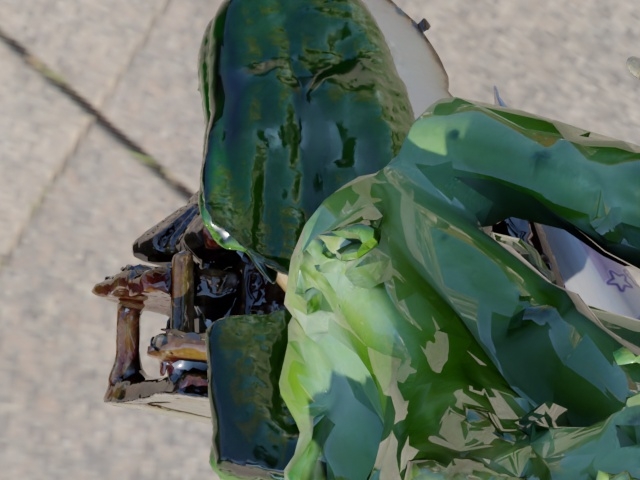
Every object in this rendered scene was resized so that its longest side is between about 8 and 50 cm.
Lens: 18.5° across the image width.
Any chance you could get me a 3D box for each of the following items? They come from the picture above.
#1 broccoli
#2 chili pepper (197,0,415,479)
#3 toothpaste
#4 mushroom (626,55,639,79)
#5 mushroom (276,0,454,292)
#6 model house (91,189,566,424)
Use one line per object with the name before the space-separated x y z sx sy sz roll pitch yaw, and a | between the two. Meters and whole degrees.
broccoli | 0.073 0.084 0.505 0.245 0.265 0.294 44 110 35
chili pepper | -0.002 0.000 0.825 0.099 0.083 0.253 -1 60 -5
toothpaste | 0.209 0.040 1.550 0.080 0.125 0.371 -21 52 -10
mushroom | 0.232 -0.048 1.033 0.061 0.060 0.187 -44 47 -19
mushroom | 0.002 -0.046 1.272 0.285 0.156 0.151 -100 22 -43
model house | 0.017 0.005 1.467 0.317 0.297 0.282 -16 61 65
